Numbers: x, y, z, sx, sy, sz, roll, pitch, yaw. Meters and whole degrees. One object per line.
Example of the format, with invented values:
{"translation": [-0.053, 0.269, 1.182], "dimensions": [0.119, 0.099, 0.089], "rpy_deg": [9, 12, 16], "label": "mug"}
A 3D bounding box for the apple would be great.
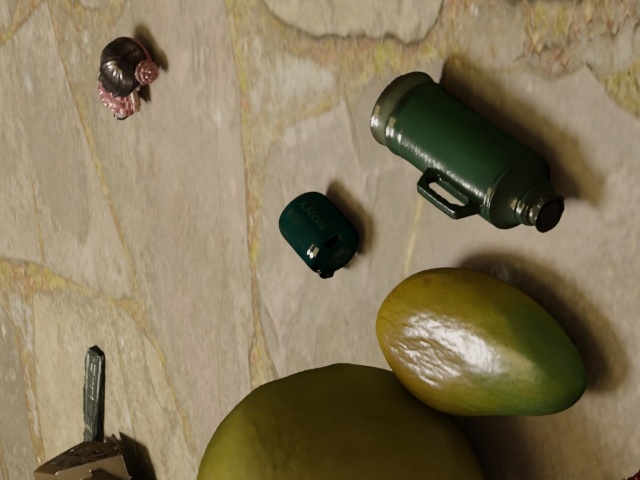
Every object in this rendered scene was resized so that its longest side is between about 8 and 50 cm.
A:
{"translation": [0.019, 0.256, 1.685], "dimensions": [0.292, 0.292, 0.254], "rpy_deg": [124, 132, -58], "label": "apple"}

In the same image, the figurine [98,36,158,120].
{"translation": [-0.222, -0.178, 2.012], "dimensions": [0.072, 0.054, 0.129], "rpy_deg": [53, 152, 15], "label": "figurine"}

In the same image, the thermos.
{"translation": [0.124, -0.068, 1.471], "dimensions": [0.187, 0.083, 0.073], "rpy_deg": [39, 119, 38], "label": "thermos"}

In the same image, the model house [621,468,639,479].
{"translation": [0.239, 0.288, 1.366], "dimensions": [0.160, 0.254, 0.196], "rpy_deg": [63, 153, -2], "label": "model house"}

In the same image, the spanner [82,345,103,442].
{"translation": [-0.330, 0.270, 2.573], "dimensions": [0.093, 0.026, 0.325], "rpy_deg": [45, 145, 32], "label": "spanner"}

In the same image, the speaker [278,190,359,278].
{"translation": [-0.004, 0.003, 1.767], "dimensions": [0.075, 0.060, 0.094], "rpy_deg": [50, 148, 30], "label": "speaker"}

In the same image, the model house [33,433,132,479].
{"translation": [-0.276, 0.385, 2.455], "dimensions": [0.248, 0.176, 0.181], "rpy_deg": [-4, 111, 43], "label": "model house"}

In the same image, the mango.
{"translation": [0.137, 0.088, 1.563], "dimensions": [0.237, 0.091, 0.137], "rpy_deg": [-8, 110, 55], "label": "mango"}
